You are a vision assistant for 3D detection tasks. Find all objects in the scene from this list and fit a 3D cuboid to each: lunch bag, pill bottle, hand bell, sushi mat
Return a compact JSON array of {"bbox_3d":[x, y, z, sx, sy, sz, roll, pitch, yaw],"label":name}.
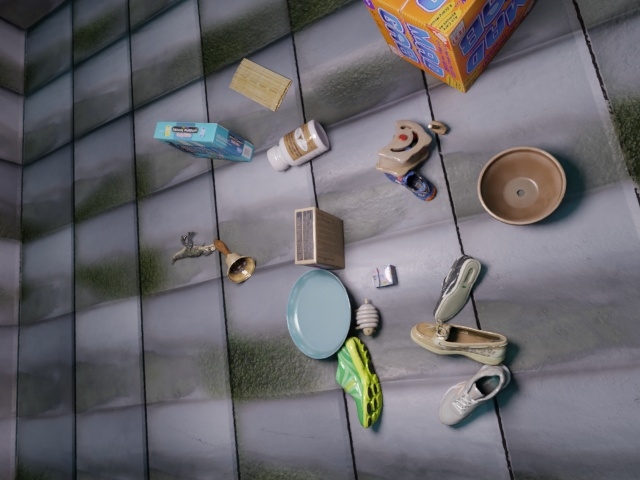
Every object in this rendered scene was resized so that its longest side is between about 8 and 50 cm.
[{"bbox_3d":[0.218,0.127,1.455,0.083,0.053,0.071,-16,74,33],"label":"lunch bag"},{"bbox_3d":[-0.091,-0.367,1.644,0.229,0.131,0.131,-25,72,22],"label":"pill bottle"},{"bbox_3d":[-0.392,0.061,1.762,0.242,0.126,0.126,38,100,39],"label":"hand bell"},{"bbox_3d":[-0.273,-0.697,1.850,0.316,0.019,0.152,35,99,27],"label":"sushi mat"}]

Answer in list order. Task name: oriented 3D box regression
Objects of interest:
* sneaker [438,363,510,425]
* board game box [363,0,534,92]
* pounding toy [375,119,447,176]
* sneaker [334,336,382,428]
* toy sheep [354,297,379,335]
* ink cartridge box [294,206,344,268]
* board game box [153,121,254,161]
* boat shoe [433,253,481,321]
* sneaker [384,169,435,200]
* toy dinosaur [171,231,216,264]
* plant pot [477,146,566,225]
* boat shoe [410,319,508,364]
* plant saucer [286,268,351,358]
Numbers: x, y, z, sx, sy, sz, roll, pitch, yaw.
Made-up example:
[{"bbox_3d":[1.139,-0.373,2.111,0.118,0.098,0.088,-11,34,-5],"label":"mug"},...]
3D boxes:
[{"bbox_3d":[0.449,0.463,1.247,0.262,0.121,0.099,-48,64,12],"label":"sneaker"},{"bbox_3d":[0.412,-0.777,1.328,0.356,0.356,0.356,43,102,26],"label":"board game box"},{"bbox_3d":[0.293,-0.353,1.405,0.269,0.155,0.154,-39,61,-24],"label":"pounding toy"},{"bbox_3d":[0.125,0.486,1.429,0.123,0.109,0.296,-28,67,36],"label":"sneaker"},{"bbox_3d":[0.161,0.266,1.445,0.091,0.091,0.132,-15,70,24],"label":"toy sheep"},{"bbox_3d":[0.000,0.000,1.482,0.088,0.234,0.194,-5,79,26],"label":"ink cartridge box"},{"bbox_3d":[-0.497,-0.424,1.788,0.335,0.253,0.079,11,86,27],"label":"board game box"},{"bbox_3d":[0.431,0.155,1.343,0.233,0.083,0.079,-65,24,11],"label":"boat shoe"},{"bbox_3d":[0.303,-0.224,1.448,0.221,0.087,0.083,36,98,26],"label":"sneaker"},{"bbox_3d":[-0.594,0.028,1.878,0.268,0.064,0.118,-14,82,28],"label":"toy dinosaur"},{"bbox_3d":[0.611,-0.156,1.269,0.237,0.109,0.238,-5,79,26],"label":"plant pot"},{"bbox_3d":[0.423,0.297,1.284,0.284,0.105,0.090,8,127,19],"label":"boat shoe"},{"bbox_3d":[-0.003,0.263,1.511,0.317,0.043,0.318,-7,79,42],"label":"plant saucer"}]
